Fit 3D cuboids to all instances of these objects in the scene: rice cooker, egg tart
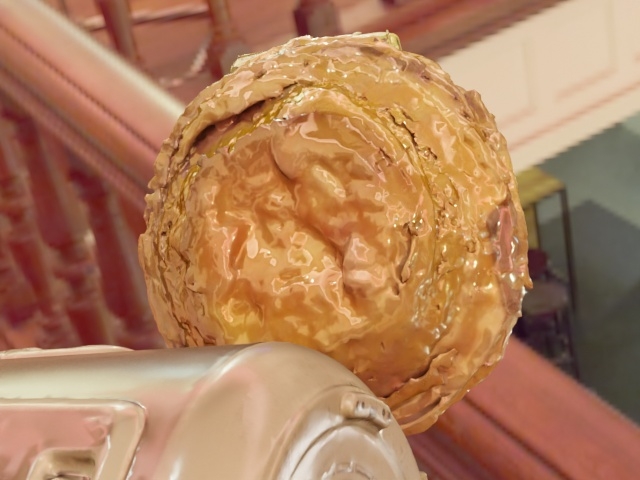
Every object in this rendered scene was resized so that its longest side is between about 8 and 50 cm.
[{"bbox_3d":[-0.125,0.209,0.811,0.325,0.335,0.335,-5,33,23],"label":"rice cooker"},{"bbox_3d":[0.000,0.000,1.223,0.352,0.351,0.150,-1,-2,17],"label":"egg tart"}]

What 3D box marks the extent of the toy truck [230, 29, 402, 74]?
[{"bbox_3d":[-0.002,-0.166,1.570,0.191,0.085,0.116,-8,32,9],"label":"toy truck"}]
